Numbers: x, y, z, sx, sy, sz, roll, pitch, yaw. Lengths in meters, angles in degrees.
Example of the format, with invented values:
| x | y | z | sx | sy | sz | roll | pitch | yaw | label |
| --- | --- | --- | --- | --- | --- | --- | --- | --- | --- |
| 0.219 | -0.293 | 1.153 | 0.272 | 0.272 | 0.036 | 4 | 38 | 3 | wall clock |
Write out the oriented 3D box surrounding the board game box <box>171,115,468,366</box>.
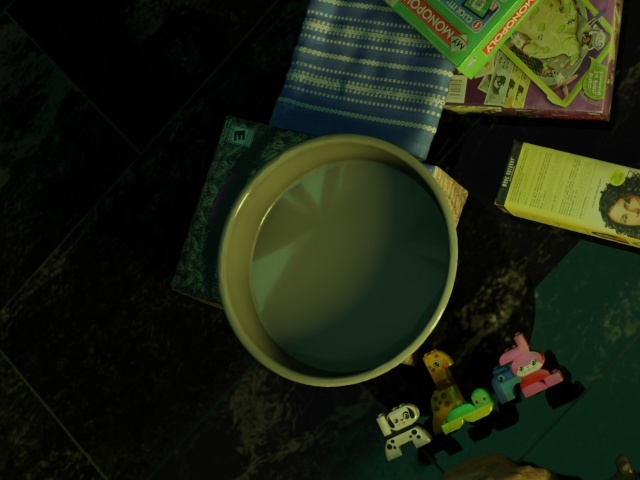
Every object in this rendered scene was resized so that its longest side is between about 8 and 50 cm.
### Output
| x | y | z | sx | sy | sz | roll | pitch | yaw | label |
| --- | --- | --- | --- | --- | --- | --- | --- | --- | --- |
| 0.000 | 0.000 | 1.777 | 0.291 | 0.141 | 0.232 | 15 | 85 | 24 | board game box |

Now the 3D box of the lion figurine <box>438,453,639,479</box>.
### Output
| x | y | z | sx | sy | sz | roll | pitch | yaw | label |
| --- | --- | --- | --- | --- | --- | --- | --- | --- | --- |
| 0.286 | 0.391 | 1.578 | 0.240 | 0.142 | 0.392 | -31 | 67 | 7 | lion figurine |

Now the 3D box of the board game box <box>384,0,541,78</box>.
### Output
| x | y | z | sx | sy | sz | roll | pitch | yaw | label |
| --- | --- | --- | --- | --- | --- | --- | --- | --- | --- |
| 0.149 | -0.375 | 1.778 | 0.213 | 0.046 | 0.317 | -48 | 59 | 11 | board game box |

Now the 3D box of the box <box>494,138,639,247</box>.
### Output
| x | y | z | sx | sy | sz | roll | pitch | yaw | label |
| --- | --- | --- | --- | --- | --- | --- | --- | --- | --- |
| 0.330 | -0.049 | 1.704 | 0.232 | 0.058 | 0.087 | 14 | 84 | 24 | box |

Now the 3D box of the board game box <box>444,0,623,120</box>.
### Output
| x | y | z | sx | sy | sz | roll | pitch | yaw | label |
| --- | --- | --- | --- | --- | --- | --- | --- | --- | --- |
| 0.274 | -0.324 | 1.792 | 0.208 | 0.056 | 0.347 | 5 | 81 | 26 | board game box |

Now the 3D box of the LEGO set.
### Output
| x | y | z | sx | sy | sz | roll | pitch | yaw | label |
| --- | --- | --- | --- | --- | --- | --- | --- | --- | --- |
| 0.167 | 0.166 | 1.703 | 0.227 | 0.087 | 0.093 | -27 | 85 | 14 | LEGO set |

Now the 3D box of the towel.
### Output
| x | y | z | sx | sy | sz | roll | pitch | yaw | label |
| --- | --- | --- | --- | --- | --- | --- | --- | --- | --- |
| 0.073 | -0.272 | 1.836 | 0.243 | 0.040 | 0.336 | 13 | 86 | 34 | towel |

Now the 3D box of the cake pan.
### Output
| x | y | z | sx | sy | sz | roll | pitch | yaw | label |
| --- | --- | --- | --- | --- | --- | --- | --- | --- | --- |
| 0.023 | 0.024 | 1.655 | 0.293 | 0.054 | 0.293 | -5 | 77 | 20 | cake pan |
